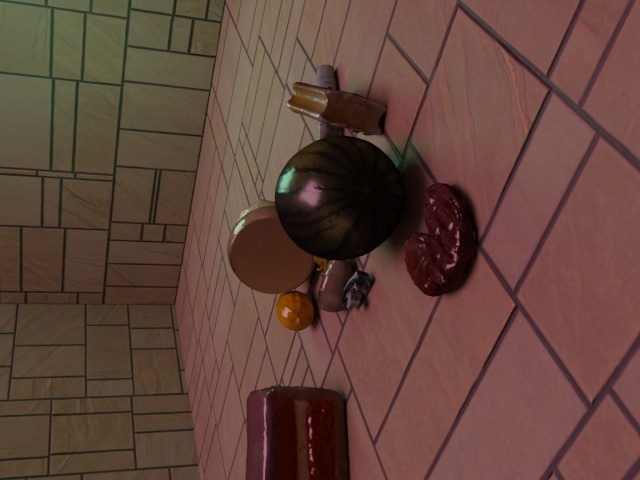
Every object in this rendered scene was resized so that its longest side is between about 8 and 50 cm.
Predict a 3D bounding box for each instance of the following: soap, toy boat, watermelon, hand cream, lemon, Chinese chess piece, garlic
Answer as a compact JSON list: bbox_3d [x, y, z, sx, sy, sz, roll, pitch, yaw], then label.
[{"bbox_3d":[0.036,-0.335,1.782,0.274,0.173,0.089,-141,64,-64],"label":"soap"},{"bbox_3d":[0.085,0.135,1.749,0.140,0.059,0.066,113,169,-49],"label":"toy boat"},{"bbox_3d":[0.036,-0.095,1.591,0.359,0.278,0.279,-167,80,-69],"label":"watermelon"},{"bbox_3d":[0.020,-0.336,1.965,0.058,0.085,0.331,-30,55,52],"label":"hand cream"},{"bbox_3d":[-0.076,0.206,2.107,0.155,0.114,0.114,-126,42,-62],"label":"lemon"},{"bbox_3d":[-0.140,0.030,2.083,0.102,0.273,0.273,-86,7,-67],"label":"Chinese chess piece"},{"bbox_3d":[0.039,0.098,1.855,0.128,0.090,0.198,-102,17,-65],"label":"garlic"}]

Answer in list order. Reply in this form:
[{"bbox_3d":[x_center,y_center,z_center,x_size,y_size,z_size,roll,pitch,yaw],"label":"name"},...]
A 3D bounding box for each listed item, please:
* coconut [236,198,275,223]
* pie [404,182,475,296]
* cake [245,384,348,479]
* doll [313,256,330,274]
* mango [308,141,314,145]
[{"bbox_3d":[-0.169,-0.028,2.248,0.234,0.224,0.224,-117,35,-52],"label":"coconut"},{"bbox_3d":[0.232,0.003,1.384,0.204,0.054,0.219,-106,29,-41],"label":"pie"},{"bbox_3d":[-0.074,0.542,1.890,0.230,0.237,0.309,152,119,-67],"label":"cake"},{"bbox_3d":[0.002,0.003,1.954,0.145,0.096,0.188,164,98,-77],"label":"doll"},{"bbox_3d":[0.004,-0.199,1.987,0.105,0.084,0.159,37,146,51],"label":"mango"}]
